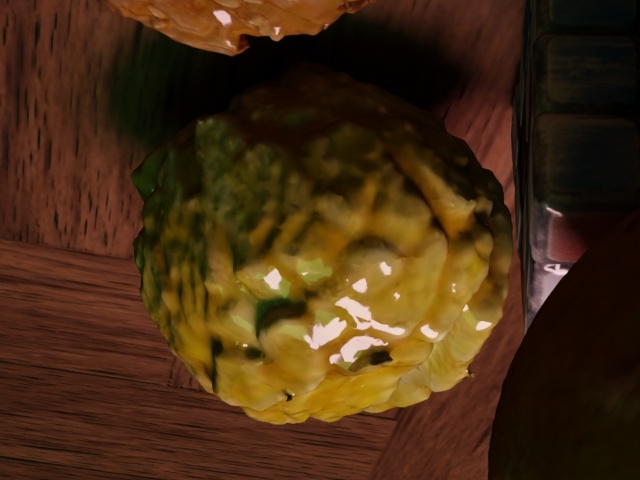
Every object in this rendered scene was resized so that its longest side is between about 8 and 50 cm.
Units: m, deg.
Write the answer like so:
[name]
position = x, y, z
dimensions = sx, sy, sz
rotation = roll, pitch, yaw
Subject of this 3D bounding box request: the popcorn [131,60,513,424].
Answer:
[popcorn]
position = 0.006, 0.005, 1.158
dimensions = 0.282, 0.247, 0.282
rotation = -2, 161, -1

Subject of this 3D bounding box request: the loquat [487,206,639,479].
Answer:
[loquat]
position = 0.243, 0.121, 0.774
dimensions = 0.328, 0.328, 0.328
rotation = 4, 148, 2

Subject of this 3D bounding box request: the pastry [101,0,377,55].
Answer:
[pastry]
position = -0.086, -0.239, 0.856
dimensions = 0.311, 0.162, 0.255
rotation = 35, 147, -33

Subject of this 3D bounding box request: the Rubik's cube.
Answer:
[Rubik's cube]
position = 0.257, -0.052, 1.019
dimensions = 0.259, 0.256, 0.253
rotation = 1, 146, 4
